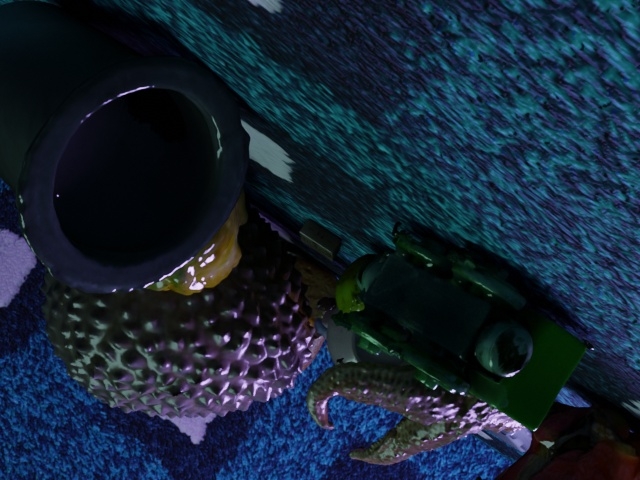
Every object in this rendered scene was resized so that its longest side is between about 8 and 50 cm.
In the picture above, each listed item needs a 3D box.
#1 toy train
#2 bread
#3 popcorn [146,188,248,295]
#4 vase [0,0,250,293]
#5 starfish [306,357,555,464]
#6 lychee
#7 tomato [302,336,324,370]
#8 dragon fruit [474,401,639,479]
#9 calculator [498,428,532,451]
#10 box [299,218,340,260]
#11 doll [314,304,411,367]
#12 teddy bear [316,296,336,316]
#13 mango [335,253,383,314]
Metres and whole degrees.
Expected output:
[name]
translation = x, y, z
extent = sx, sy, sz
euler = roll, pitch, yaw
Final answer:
[toy train]
translation = 0.140, 0.089, 1.307
extent = 0.188, 0.132, 0.243
euler = 33, 177, -33
[bread]
translation = -0.072, 0.075, 2.154
extent = 0.160, 0.140, 0.169
euler = 25, 176, -37
[popcorn]
translation = -0.226, -0.046, 1.679
extent = 0.250, 0.235, 0.242
euler = 11, 140, 11
[vase]
translation = -0.250, -0.111, 1.338
extent = 0.291, 0.245, 0.245
euler = 34, 175, 45
[starfish]
translation = 0.164, 0.242, 1.804
extent = 0.432, 0.323, 0.082
euler = 50, -156, -59
[lychee]
translation = -0.209, 0.084, 1.955
extent = 0.432, 0.380, 0.380
euler = 18, 169, 16
[tomato]
translation = -0.130, 0.133, 2.415
extent = 0.303, 0.239, 0.303
euler = 31, 170, 6
[dragon fruit]
translation = 0.314, 0.341, 1.625
extent = 0.226, 0.305, 0.305
euler = 47, 167, -33
[calculator]
translation = 0.326, 0.335, 2.497
extent = 0.141, 0.045, 0.246
euler = 31, 173, 26
[box]
translation = 0.000, 0.000, 1.775
extent = 0.053, 0.024, 0.083
euler = 33, 175, 6
[doll]
translation = 0.071, 0.128, 1.884
extent = 0.151, 0.151, 0.287
euler = 35, 177, -6
[teddy bear]
translation = 0.065, 0.136, 2.093
extent = 0.160, 0.119, 0.078
euler = 47, -153, -62
[mango]
translation = 0.077, 0.073, 1.612
extent = 0.119, 0.100, 0.178
euler = 31, -179, 5
